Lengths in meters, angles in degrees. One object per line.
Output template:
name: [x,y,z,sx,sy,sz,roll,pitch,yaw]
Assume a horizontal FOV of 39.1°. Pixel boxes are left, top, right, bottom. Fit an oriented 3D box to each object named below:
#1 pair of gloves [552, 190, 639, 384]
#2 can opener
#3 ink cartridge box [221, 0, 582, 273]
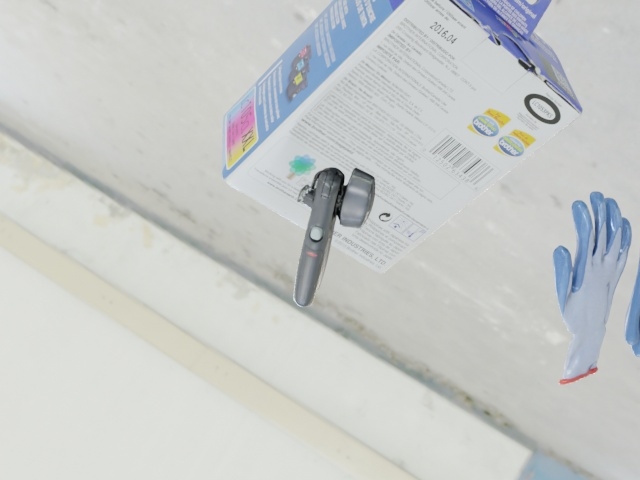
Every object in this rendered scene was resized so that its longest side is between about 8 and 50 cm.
pair of gloves: [0.255,0.033,0.758,0.198,0.159,0.023,-10,-162,-40]
can opener: [0.000,0.000,0.951,0.073,0.059,0.186,27,127,10]
ink cartridge box: [0.109,-0.169,1.059,0.270,0.395,0.151,30,-146,-32]
